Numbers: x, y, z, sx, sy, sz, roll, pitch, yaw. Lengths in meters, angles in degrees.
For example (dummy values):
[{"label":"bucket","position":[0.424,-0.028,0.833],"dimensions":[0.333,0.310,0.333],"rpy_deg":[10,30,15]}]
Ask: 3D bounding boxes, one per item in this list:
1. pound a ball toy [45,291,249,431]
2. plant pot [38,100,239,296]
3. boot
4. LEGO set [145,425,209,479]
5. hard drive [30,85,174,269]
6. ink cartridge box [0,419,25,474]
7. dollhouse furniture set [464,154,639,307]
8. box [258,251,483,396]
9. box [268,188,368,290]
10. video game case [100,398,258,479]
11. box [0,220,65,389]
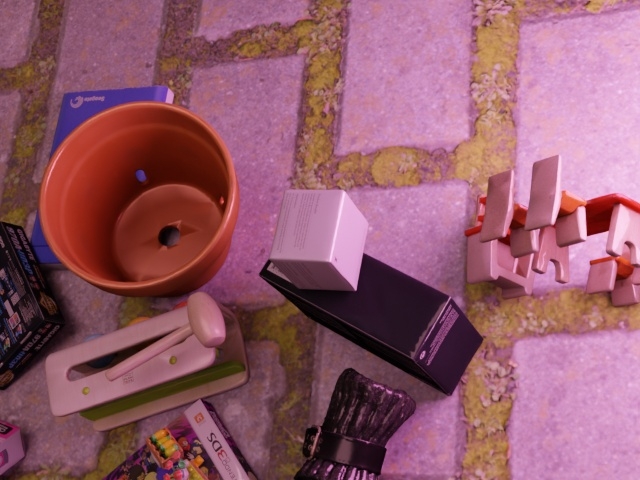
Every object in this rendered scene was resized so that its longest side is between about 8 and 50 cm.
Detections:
[{"label":"pound a ball toy","position":[-0.253,0.156,1.589],"dimensions":[0.319,0.208,0.136],"rpy_deg":[-21,63,15]},{"label":"plant pot","position":[-0.250,-0.035,1.646],"dimensions":[0.290,0.203,0.291],"rpy_deg":[-3,69,7]},{"label":"boot","position":[0.039,0.300,1.362],"dimensions":[0.131,0.348,0.260],"rpy_deg":[35,86,-15]},{"label":"LEGO set","position":[-0.185,0.381,1.477],"dimensions":[0.132,0.107,0.287],"rpy_deg":[-14,67,16]},{"label":"hard drive","position":[-0.372,-0.106,1.843],"dimensions":[0.210,0.040,0.319],"rpy_deg":[-1,69,23]},{"label":"ink cartridge box","position":[-0.631,0.370,1.612],"dimensions":[0.175,0.069,0.371],"rpy_deg":[14,33,27]},{"label":"dollhouse furniture set","position":[0.308,-0.017,1.412],"dimensions":[0.259,0.262,0.135],"rpy_deg":[-18,56,51]},{"label":"box","position":[0.071,0.092,1.492],"dimensions":[0.261,0.184,0.103],"rpy_deg":[27,78,29]},{"label":"box","position":[0.000,0.000,1.396],"dimensions":[0.087,0.102,0.101],"rpy_deg":[1,66,25]},{"label":"video game case","position":[-0.203,0.381,1.571],"dimensions":[0.232,0.042,0.210],"rpy_deg":[-39,60,4]},{"label":"box","position":[-0.523,0.105,1.791],"dimensions":[0.175,0.051,0.220],"rpy_deg":[-45,58,19]}]
